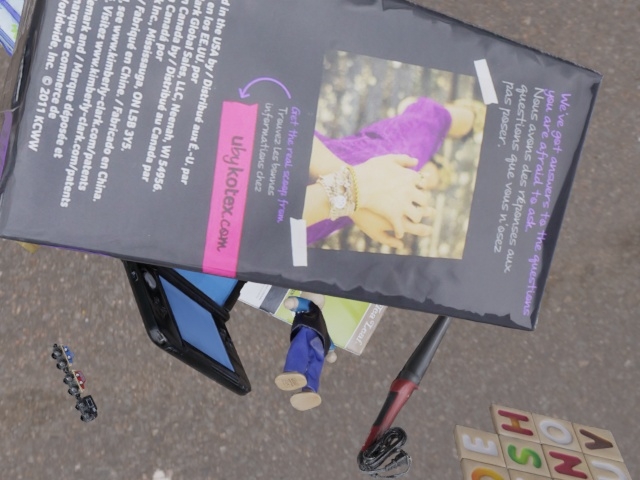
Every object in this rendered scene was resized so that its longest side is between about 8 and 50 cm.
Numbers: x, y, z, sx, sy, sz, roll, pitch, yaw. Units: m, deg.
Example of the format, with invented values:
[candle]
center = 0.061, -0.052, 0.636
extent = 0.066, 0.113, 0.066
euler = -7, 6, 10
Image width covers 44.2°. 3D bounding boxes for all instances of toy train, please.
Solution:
[toy train]
center = -0.445, 0.255, 1.434
extent = 0.036, 0.158, 0.027
euler = -17, 160, -43

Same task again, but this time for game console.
[game console]
center = -0.068, 0.029, 0.525
extent = 0.071, 0.107, 0.122
euler = -33, 145, 6

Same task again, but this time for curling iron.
[curling iron]
center = 0.121, 0.194, 1.021
extent = 0.068, 0.274, 0.035
euler = 8, 135, 27

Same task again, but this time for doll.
[doll]
center = -0.018, 0.127, 1.046
extent = 0.046, 0.189, 0.129
euler = -20, 121, 22

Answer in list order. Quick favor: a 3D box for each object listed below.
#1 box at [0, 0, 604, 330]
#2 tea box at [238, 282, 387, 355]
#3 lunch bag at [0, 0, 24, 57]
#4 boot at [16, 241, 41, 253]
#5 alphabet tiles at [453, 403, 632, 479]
[box]
center = -0.021, -0.056, 0.415
extent = 0.270, 0.165, 0.143
euler = 12, 94, -26
[tea box]
center = 0.000, 0.000, 1.596
extent = 0.323, 0.220, 0.329
euler = 29, 94, -20
[lunch bag]
center = -0.455, -0.356, 1.365
extent = 0.176, 0.090, 0.219
euler = -44, 112, -17
[boot]
center = -0.413, -0.138, 1.227
extent = 0.269, 0.236, 0.089
euler = -46, 140, -2
[alphabet tiles]
center = 0.207, 0.219, 0.611
extent = 0.198, 0.237, 0.009
euler = 14, 119, -7
